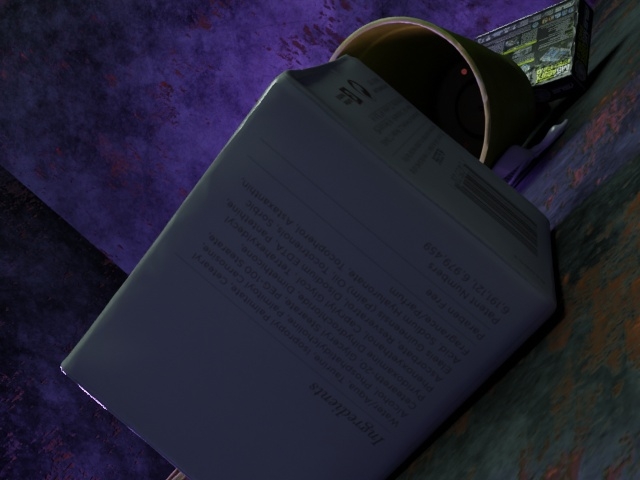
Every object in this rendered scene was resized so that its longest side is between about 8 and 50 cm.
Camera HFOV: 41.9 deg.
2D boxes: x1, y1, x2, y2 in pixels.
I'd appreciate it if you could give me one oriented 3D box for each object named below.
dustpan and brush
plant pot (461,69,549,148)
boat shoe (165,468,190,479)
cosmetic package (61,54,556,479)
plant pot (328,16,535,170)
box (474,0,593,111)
[{"bbox_3d":[0.365,-0.144,1.516,0.211,0.060,0.147,-55,-14,7],"label":"dustpan and brush"},{"bbox_3d":[0.388,-0.313,2.025,0.265,0.272,0.272,-40,3,20],"label":"plant pot"},{"bbox_3d":[-0.203,0.394,1.586,0.122,0.110,0.341,-42,9,40],"label":"boat shoe"},{"bbox_3d":[0.005,0.054,0.928,0.393,0.327,0.329,-50,0,20],"label":"cosmetic package"},{"bbox_3d":[0.239,-0.245,1.628,0.353,0.366,0.366,-18,-25,-51],"label":"plant pot"},{"bbox_3d":[0.439,-0.380,1.783,0.270,0.060,0.216,-15,52,44],"label":"box"}]
